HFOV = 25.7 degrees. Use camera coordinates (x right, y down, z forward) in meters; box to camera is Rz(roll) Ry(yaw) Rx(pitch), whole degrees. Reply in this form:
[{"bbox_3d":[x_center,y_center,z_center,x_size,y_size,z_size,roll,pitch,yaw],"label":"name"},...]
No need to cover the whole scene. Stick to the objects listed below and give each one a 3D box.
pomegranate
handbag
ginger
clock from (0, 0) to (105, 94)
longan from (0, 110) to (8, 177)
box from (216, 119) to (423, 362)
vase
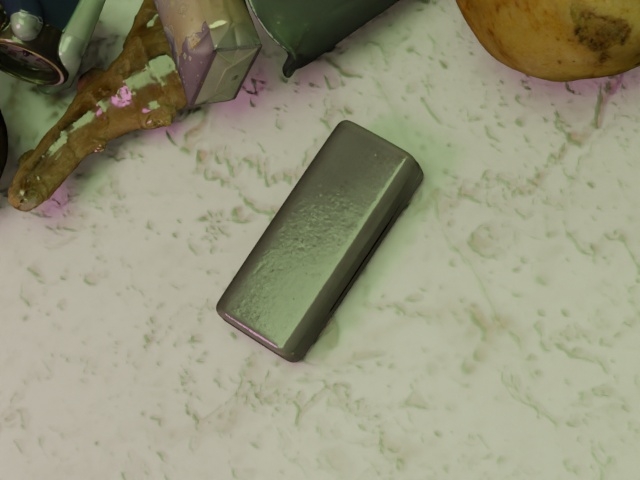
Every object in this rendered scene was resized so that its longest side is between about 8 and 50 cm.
[{"bbox_3d":[0.248,-0.279,1.354,0.260,0.260,0.260,-5,71,14],"label":"pomegranate"},{"bbox_3d":[-0.118,-0.240,1.446,0.095,0.117,0.173,-11,69,-27],"label":"handbag"},{"bbox_3d":[-0.217,-0.158,1.523,0.148,0.081,0.334,40,82,22],"label":"ginger"},{"bbox_3d":[-0.367,-0.256,1.529,0.243,0.199,0.147,23,77,-10],"label":"clock"},{"bbox_3d":[-0.433,-0.109,1.510,0.212,0.198,0.198,-34,65,28],"label":"longan"},{"bbox_3d":[0.000,0.000,1.428,0.103,0.055,0.244,31,83,21],"label":"box"},{"bbox_3d":[0.051,-0.319,1.483,0.300,0.156,0.251,-29,42,-1],"label":"vase"}]
